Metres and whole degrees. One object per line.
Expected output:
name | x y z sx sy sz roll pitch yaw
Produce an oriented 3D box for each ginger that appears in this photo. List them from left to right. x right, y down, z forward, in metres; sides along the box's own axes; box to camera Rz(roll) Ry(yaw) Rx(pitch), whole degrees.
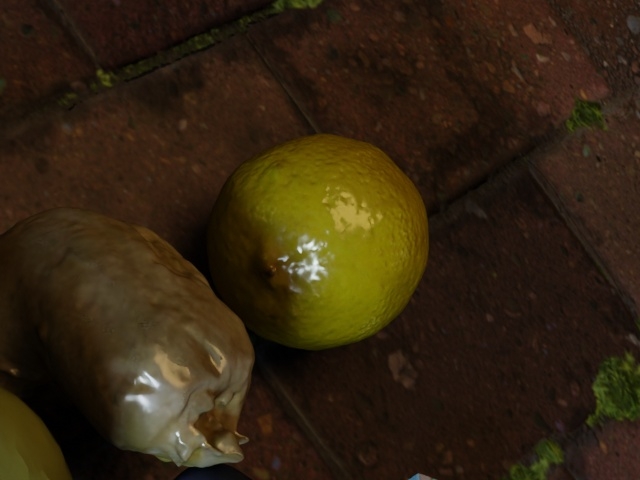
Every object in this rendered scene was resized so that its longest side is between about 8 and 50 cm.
ginger | -0.147 0.066 1.349 0.267 0.152 0.138 25 12 28

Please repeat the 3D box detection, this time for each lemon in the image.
lemon | 0.000 0.000 1.547 0.178 0.178 0.203 58 28 7

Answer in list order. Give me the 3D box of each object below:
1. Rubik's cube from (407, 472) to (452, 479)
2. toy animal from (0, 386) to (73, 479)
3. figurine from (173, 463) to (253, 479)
Rubik's cube | 0.085 0.232 1.533 0.084 0.073 0.075 8 55 -43
toy animal | -0.266 0.147 1.165 0.338 0.191 0.216 47 40 -5
figurine | -0.066 0.266 1.317 0.145 0.145 0.222 2 61 -43
